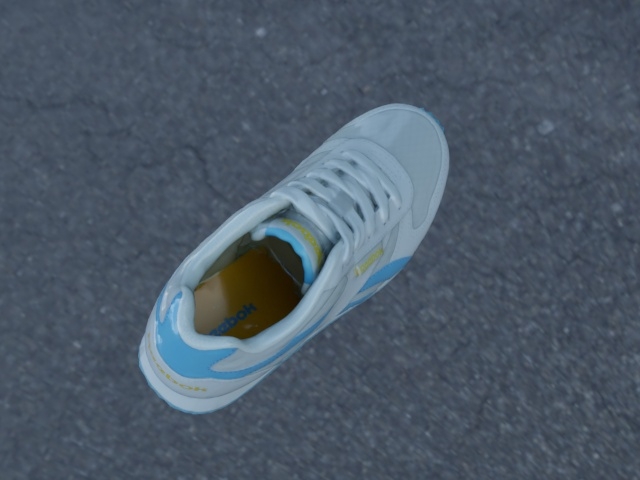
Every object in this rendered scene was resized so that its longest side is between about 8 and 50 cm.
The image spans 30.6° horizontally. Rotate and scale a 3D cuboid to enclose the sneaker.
[{"bbox_3d":[0.000,0.000,0.640,0.087,0.092,0.228,42,64,4],"label":"sneaker"}]
